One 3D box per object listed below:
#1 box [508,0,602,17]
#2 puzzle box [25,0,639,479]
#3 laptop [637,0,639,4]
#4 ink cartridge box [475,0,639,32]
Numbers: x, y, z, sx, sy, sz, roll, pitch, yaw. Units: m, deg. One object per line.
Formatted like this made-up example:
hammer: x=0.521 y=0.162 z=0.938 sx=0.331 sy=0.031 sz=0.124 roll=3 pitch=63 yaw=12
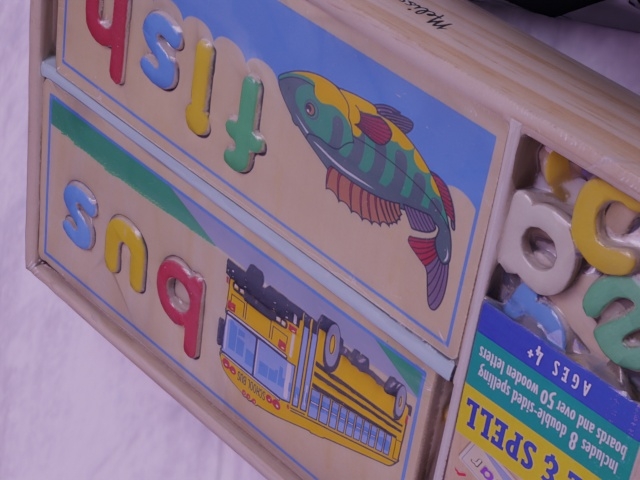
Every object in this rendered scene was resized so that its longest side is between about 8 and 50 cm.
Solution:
box: x=0.117 y=-0.214 z=0.639 sx=0.153 sy=0.108 sz=0.207 roll=-14 pitch=74 yaw=37
puzzle box: x=0.000 y=0.000 z=0.742 sx=0.409 sy=0.052 sz=0.272 roll=35 pitch=133 yaw=34
laptop: x=0.306 y=-0.125 z=0.415 sx=0.382 sy=0.236 sz=0.408 roll=-43 pitch=68 yaw=27
ink cartridge box: x=0.109 y=-0.182 z=0.769 sx=0.191 sy=0.082 sz=0.139 roll=20 pitch=94 yaw=44
